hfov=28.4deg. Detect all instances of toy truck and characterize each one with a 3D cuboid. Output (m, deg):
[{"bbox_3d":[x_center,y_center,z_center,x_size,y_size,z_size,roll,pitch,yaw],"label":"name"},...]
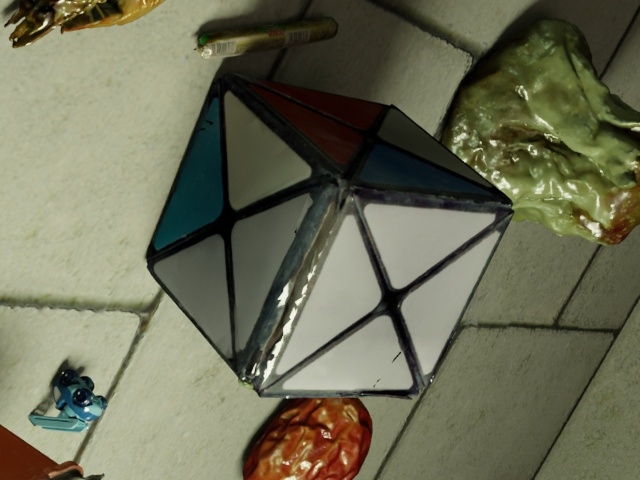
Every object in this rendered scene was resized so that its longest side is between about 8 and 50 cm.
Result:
[{"bbox_3d":[-0.328,0.216,1.629,0.090,0.073,0.056,-42,150,2],"label":"toy truck"}]

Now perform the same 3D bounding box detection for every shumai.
[{"bbox_3d":[0.407,-0.144,2.108,0.397,0.323,0.324,-54,153,-5],"label":"shumai"}]

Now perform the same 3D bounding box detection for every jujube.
[{"bbox_3d":[-0.019,0.359,2.130,0.250,0.174,0.174,-47,150,-22],"label":"jujube"}]

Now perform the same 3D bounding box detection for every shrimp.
[{"bbox_3d":[-0.216,-0.272,1.317,0.267,0.061,0.145,-43,158,-26],"label":"shrimp"}]

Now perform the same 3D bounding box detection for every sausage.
[{"bbox_3d":[-0.062,-0.255,1.587,0.269,0.033,0.033,-19,134,-47],"label":"sausage"}]

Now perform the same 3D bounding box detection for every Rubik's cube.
[{"bbox_3d":[0.000,0.000,1.591,0.305,0.307,0.310,4,117,-40],"label":"Rubik's cube"}]

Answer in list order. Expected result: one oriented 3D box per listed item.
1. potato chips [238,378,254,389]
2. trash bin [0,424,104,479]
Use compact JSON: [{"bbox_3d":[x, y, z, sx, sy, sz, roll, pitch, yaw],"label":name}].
[{"bbox_3d":[-0.018,0.047,1.891,0.389,0.097,0.373,-55,150,-5],"label":"potato chips"},{"bbox_3d":[-0.382,0.286,1.439,0.184,0.239,0.161,-16,129,-46],"label":"trash bin"}]
